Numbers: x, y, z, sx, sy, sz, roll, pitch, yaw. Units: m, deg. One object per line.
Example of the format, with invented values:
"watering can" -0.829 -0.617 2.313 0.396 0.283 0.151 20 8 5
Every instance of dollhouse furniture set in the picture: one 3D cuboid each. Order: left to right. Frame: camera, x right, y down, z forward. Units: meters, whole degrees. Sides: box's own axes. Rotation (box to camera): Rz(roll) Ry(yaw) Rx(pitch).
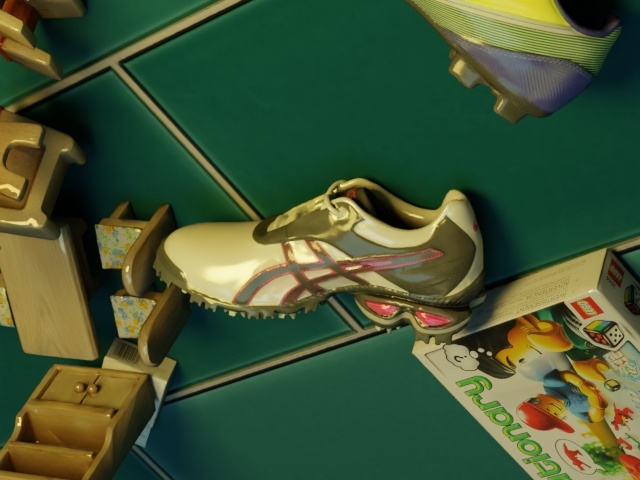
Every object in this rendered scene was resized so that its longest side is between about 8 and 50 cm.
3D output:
"dollhouse furniture set" -0.284 -0.078 1.530 0.135 0.262 0.259 16 169 12
"dollhouse furniture set" -0.237 0.097 1.712 0.212 0.161 0.242 5 126 20

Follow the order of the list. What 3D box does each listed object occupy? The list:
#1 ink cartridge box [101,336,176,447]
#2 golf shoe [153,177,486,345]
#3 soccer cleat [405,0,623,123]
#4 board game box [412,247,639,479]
"ink cartridge box" -0.177 0.143 1.859 0.063 0.029 0.115 22 139 1
"golf shoe" 0.000 0.000 1.598 0.273 0.105 0.120 6 120 11
"soccer cleat" 0.084 -0.206 1.357 0.289 0.093 0.121 42 105 -14
"board game box" 0.245 0.147 1.657 0.193 0.053 0.305 -23 121 40
